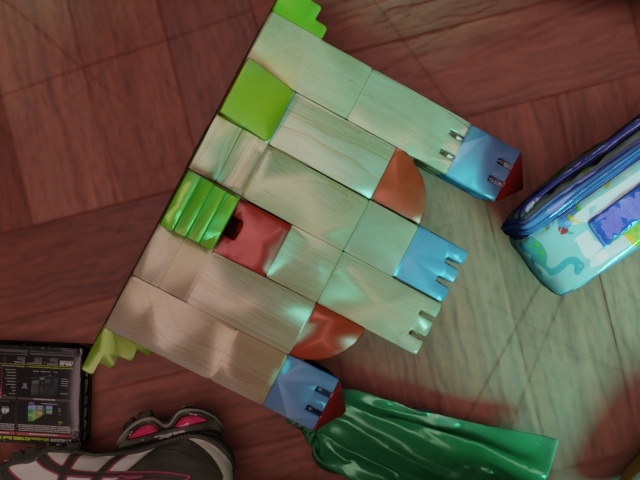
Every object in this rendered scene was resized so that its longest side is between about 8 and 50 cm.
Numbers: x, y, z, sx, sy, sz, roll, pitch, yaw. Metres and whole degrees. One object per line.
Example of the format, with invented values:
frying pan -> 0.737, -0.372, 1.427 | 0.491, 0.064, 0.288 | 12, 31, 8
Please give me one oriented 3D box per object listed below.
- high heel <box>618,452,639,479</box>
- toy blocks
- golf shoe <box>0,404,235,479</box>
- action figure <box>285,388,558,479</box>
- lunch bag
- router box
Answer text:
high heel -> 0.365, 0.192, 0.941 | 0.244, 0.082, 0.117 | -41, 83, -6
toy blocks -> 0.000, 0.000, 0.928 | 0.260, 0.191, 0.381 | 28, 89, -9
golf shoe -> -0.205, 0.238, 0.950 | 0.272, 0.120, 0.105 | -22, 127, 6
action figure -> 0.077, 0.193, 0.968 | 0.232, 0.063, 0.137 | 22, 95, -1
lunch bag -> 0.259, -0.046, 0.891 | 0.219, 0.176, 0.090 | -36, 89, 5
router box -> -0.275, 0.141, 1.006 | 0.122, 0.038, 0.092 | 3, 91, 5
